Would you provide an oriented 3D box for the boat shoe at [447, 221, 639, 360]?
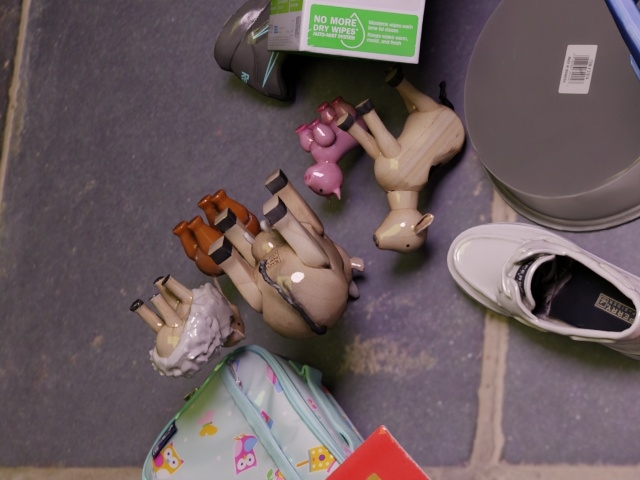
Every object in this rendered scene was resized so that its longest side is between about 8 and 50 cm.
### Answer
[{"bbox_3d":[0.212,0.042,1.526,0.267,0.088,0.096,29,95,42],"label":"boat shoe"}]

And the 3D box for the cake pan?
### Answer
[{"bbox_3d":[0.259,-0.156,1.576,0.293,0.054,0.293,-14,67,36],"label":"cake pan"}]

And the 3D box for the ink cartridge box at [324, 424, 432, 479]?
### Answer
[{"bbox_3d":[0.042,0.365,1.504,0.261,0.066,0.296,46,109,7],"label":"ink cartridge box"}]

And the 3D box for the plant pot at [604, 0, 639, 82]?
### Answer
[{"bbox_3d":[0.379,-0.156,1.340,0.236,0.212,0.236,-24,59,5],"label":"plant pot"}]

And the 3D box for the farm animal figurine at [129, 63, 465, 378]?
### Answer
[{"bbox_3d":[0.000,0.000,1.658,0.330,0.172,0.327,-33,16,28],"label":"farm animal figurine"}]

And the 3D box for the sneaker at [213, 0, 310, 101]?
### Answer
[{"bbox_3d":[-0.005,-0.278,1.830,0.106,0.101,0.267,42,106,20],"label":"sneaker"}]

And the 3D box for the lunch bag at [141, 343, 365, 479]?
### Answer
[{"bbox_3d":[-0.053,0.250,1.668,0.224,0.108,0.279,-52,51,16],"label":"lunch bag"}]

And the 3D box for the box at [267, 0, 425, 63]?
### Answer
[{"bbox_3d":[0.026,-0.300,1.649,0.262,0.126,0.231,-146,62,-79],"label":"box"}]
